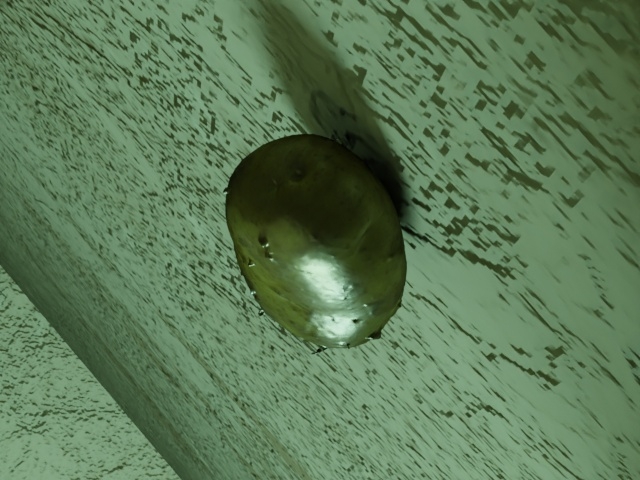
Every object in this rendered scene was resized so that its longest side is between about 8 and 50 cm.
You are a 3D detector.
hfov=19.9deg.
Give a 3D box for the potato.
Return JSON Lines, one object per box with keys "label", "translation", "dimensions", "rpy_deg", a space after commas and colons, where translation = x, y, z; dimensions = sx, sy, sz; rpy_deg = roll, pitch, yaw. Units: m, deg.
{"label": "potato", "translation": [0.000, 0.000, 0.491], "dimensions": [0.051, 0.040, 0.083], "rpy_deg": [24, 157, 12]}
